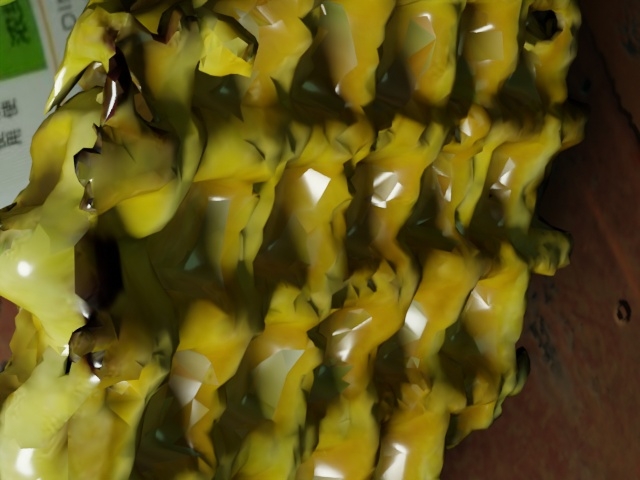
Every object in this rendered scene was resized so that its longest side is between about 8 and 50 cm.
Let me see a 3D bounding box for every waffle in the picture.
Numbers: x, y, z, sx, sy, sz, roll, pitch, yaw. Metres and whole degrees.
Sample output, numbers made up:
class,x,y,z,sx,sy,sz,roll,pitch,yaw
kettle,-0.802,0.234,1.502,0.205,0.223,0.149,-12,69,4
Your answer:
class,x,y,z,sx,sy,sz,roll,pitch,yaw
waffle,0.000,0.000,0.699,0.382,0.095,0.379,-59,151,-34

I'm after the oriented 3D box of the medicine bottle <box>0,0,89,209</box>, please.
class,x,y,z,sx,sy,sz,roll,pitch,yaw
medicine bottle,-0.214,-0.050,0.591,0.324,0.124,0.179,-20,95,-38

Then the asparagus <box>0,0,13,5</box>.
class,x,y,z,sx,sy,sz,roll,pitch,yaw
asparagus,-0.212,-0.169,0.539,0.343,0.082,0.085,42,45,7
